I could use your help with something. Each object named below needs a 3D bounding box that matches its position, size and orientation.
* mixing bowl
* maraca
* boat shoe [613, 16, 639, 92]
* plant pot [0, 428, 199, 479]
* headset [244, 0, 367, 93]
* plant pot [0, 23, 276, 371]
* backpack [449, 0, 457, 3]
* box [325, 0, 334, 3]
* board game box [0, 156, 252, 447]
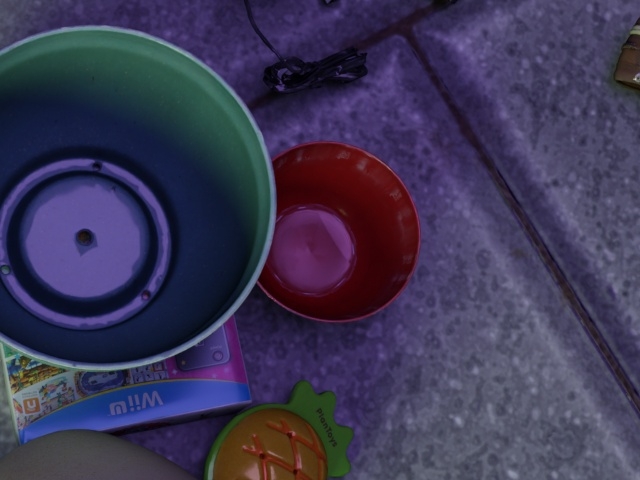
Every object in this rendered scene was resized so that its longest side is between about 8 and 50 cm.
[{"bbox_3d":[0.000,0.000,1.623,0.181,0.098,0.181,3,78,-12],"label":"mixing bowl"},{"bbox_3d":[-0.039,0.212,1.569,0.186,0.099,0.127,-35,107,-38],"label":"maraca"},{"bbox_3d":[0.431,-0.139,1.768,0.257,0.095,0.095,32,86,2],"label":"boat shoe"},{"bbox_3d":[-0.211,0.280,1.444,0.284,0.284,0.191,-23,56,-17],"label":"plant pot"},{"bbox_3d":[-0.054,-0.343,1.637,0.185,0.243,0.394,-13,96,-35],"label":"headset"},{"bbox_3d":[-0.199,-0.018,1.431,0.293,0.196,0.293,3,77,-12],"label":"plant pot"},{"bbox_3d":[0.135,-0.349,1.690,0.115,0.182,0.152,-43,89,-18],"label":"backpack"},{"bbox_3d":[0.040,-0.341,1.654,0.036,0.207,0.114,-30,85,-39],"label":"box"},{"bbox_3d":[-0.206,0.034,1.570,0.224,0.097,0.303,-10,80,-14],"label":"board game box"}]
